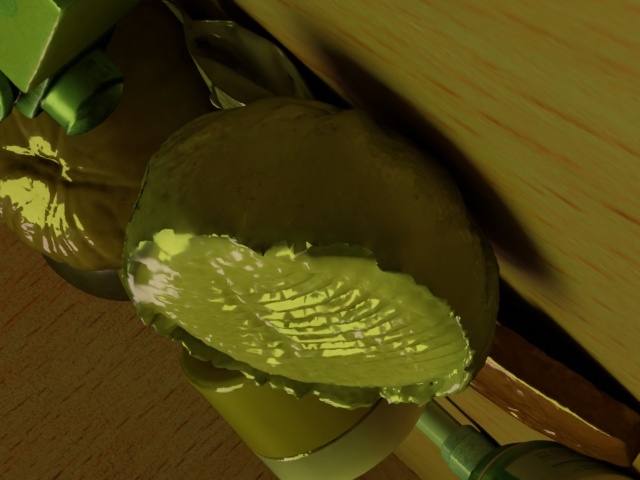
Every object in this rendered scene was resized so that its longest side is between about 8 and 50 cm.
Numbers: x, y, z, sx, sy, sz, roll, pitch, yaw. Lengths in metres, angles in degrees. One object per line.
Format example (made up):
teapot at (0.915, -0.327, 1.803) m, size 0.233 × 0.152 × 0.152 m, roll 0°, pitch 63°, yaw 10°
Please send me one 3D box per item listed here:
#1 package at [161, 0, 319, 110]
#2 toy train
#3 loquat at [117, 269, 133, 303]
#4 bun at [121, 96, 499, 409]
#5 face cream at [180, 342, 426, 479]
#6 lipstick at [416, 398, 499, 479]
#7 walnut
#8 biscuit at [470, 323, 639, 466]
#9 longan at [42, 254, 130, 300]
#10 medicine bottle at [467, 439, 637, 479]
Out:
package at (-0.004, -0.064, 1.466) m, size 0.251 × 0.062 × 0.204 m, roll 39°, pitch 173°, yaw 27°
toy train at (-0.268, -0.253, 1.360) m, size 0.397 × 0.160 × 0.253 m, roll 46°, pitch 152°, yaw 3°
loquat at (-0.115, -0.008, 2.061) m, size 0.213 × 0.213 × 0.213 m, roll 45°, pitch 175°, yaw 5°
bun at (0.000, 0.000, 1.294) m, size 0.259 × 0.152 × 0.259 m, roll 11°, pitch 155°, yaw 5°
face cream at (-0.016, 0.131, 2.144) m, size 0.179 × 0.218 × 0.218 m, roll 50°, pitch 173°, yaw -30°
lipstick at (0.170, 0.250, 2.447) m, size 0.274 × 0.061 × 0.068 m, roll 42°, pitch 176°, yaw 31°
walnut at (-0.168, -0.090, 1.591) m, size 0.225 × 0.225 × 0.261 m, roll 46°, pitch -161°, yaw -4°
biscuit at (0.138, 0.100, 1.483) m, size 0.284 × 0.043 × 0.306 m, roll 39°, pitch 175°, yaw -28°
longan at (-0.233, -0.047, 2.443) m, size 0.258 × 0.258 × 0.258 m, roll 45°, pitch 175°, yaw 5°
medicine bottle at (0.209, 0.250, 1.752) m, size 0.133 × 0.133 × 0.274 m, roll 47°, pitch 174°, yaw -9°
